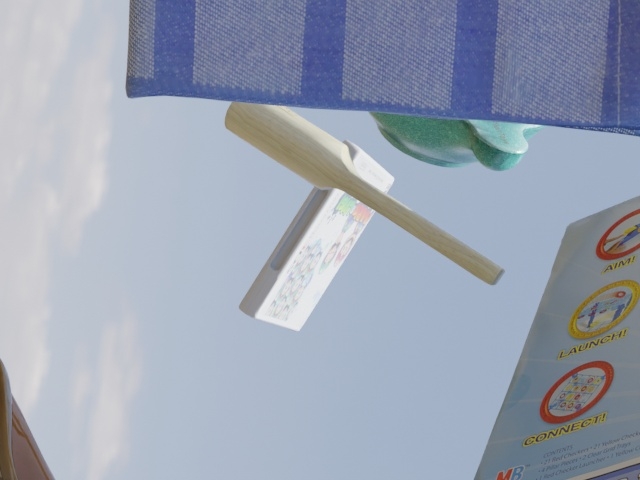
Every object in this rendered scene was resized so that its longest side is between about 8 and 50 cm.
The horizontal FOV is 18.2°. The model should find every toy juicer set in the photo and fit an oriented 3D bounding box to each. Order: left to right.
[{"bbox_3d":[0.044,-0.111,1.197,0.329,0.209,0.089,-65,178,-61],"label":"toy juicer set"}]

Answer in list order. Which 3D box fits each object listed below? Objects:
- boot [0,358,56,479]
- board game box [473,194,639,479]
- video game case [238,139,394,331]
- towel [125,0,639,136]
[{"bbox_3d":[-0.151,0.176,1.016,0.283,0.109,0.220,36,-26,37],"label":"boot"},{"bbox_3d":[0.225,0.063,0.919,0.308,0.086,0.302,-23,-154,36],"label":"board game box"},{"bbox_3d":[0.000,0.000,1.481,0.143,0.019,0.157,-58,168,1],"label":"video game case"},{"bbox_3d":[0.038,-0.180,0.692,0.034,0.209,0.285,-77,172,-75],"label":"towel"}]
